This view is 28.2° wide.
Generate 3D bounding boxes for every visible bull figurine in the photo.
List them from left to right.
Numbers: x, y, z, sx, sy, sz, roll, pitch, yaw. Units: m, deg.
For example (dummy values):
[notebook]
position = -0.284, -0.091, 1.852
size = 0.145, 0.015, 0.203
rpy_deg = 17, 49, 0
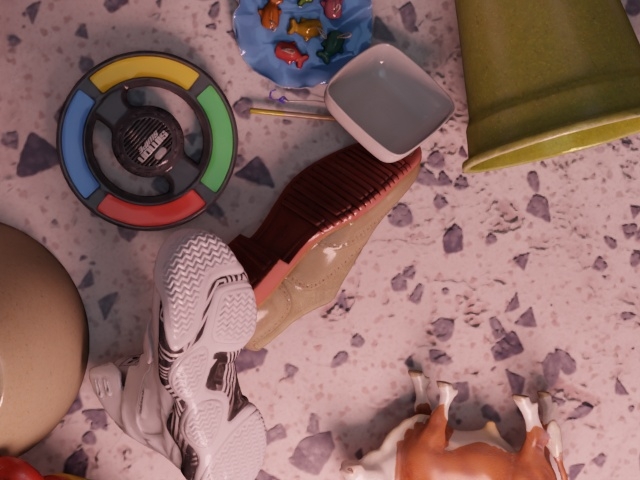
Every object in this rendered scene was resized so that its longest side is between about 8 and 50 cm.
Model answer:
[bull figurine]
position = 0.180, 0.280, 1.688
size = 0.311, 0.101, 0.188
rpy_deg = 9, 93, -8

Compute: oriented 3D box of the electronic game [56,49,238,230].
[electronic game]
position = -0.218, -0.125, 1.616
size = 0.229, 0.048, 0.229
rpy_deg = -1, 96, -8

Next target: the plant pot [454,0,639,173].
[plant pot]
position = 0.280, -0.240, 1.584
size = 0.276, 0.276, 0.253
rpy_deg = -14, 86, -6

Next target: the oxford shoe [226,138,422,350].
[oxford shoe]
position = 0.000, 0.000, 1.646
size = 0.348, 0.123, 0.130
rpy_deg = -39, 132, -8

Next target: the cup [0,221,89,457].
[cup]
position = -0.449, 0.144, 1.519
size = 0.331, 0.237, 0.331
rpy_deg = -1, 96, -7

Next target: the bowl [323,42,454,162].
[bowl]
position = 0.082, -0.169, 1.622
size = 0.142, 0.053, 0.142
rpy_deg = 44, 58, 7

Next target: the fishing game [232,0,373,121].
[fishing game]
position = -0.021, -0.285, 1.631
size = 0.189, 0.041, 0.264
rpy_deg = 9, 95, -11

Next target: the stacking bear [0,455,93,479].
[stacking bear]
position = -0.320, 0.355, 1.534
size = 0.289, 0.175, 0.164
rpy_deg = 46, 61, -44

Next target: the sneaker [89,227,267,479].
[sneaker]
position = -0.186, 0.134, 1.536
size = 0.137, 0.210, 0.365
rpy_deg = -33, 129, -38
